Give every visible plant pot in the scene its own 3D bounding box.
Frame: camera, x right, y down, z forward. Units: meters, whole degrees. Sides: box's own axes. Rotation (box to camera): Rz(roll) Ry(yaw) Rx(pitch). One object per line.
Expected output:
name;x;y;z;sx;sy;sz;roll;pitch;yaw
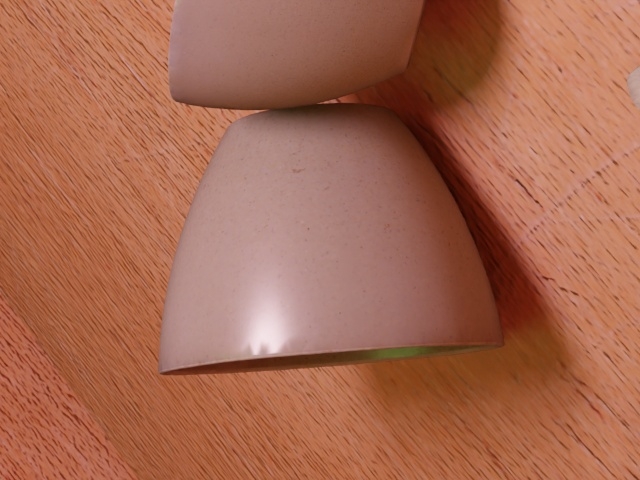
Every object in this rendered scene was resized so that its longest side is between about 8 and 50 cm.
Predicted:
plant pot;0.000;-0.233;1.281;0.191;0.284;0.284;16;138;3

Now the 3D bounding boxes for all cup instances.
cup;0.000;0.000;1.430;0.331;0.331;0.237;-16;77;58

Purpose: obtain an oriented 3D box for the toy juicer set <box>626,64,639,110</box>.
toy juicer set;0.247;-0.242;1.020;0.209;0.089;0.329;-140;30;-72
